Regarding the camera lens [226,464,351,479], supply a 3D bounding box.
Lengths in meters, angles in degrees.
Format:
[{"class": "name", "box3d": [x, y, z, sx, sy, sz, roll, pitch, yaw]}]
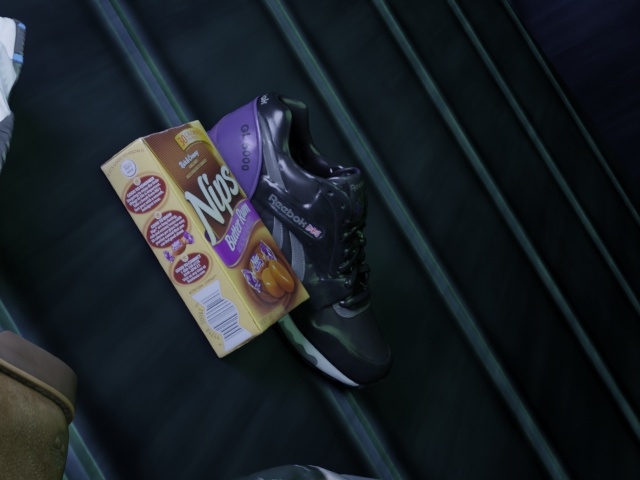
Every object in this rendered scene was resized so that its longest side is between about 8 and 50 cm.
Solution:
[{"class": "camera lens", "box3d": [-0.007, 0.279, 0.707, 0.274, 0.219, 0.219, 54, 24, -10]}]

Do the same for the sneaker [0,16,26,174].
[{"class": "sneaker", "box3d": [-0.252, -0.079, 0.869, 0.081, 0.080, 0.211, 18, 41, -25]}]

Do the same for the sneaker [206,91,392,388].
[{"class": "sneaker", "box3d": [0.000, 0.000, 1.171, 0.283, 0.124, 0.107, 56, 25, -5]}]

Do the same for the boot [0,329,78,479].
[{"class": "boot", "box3d": [-0.241, 0.081, 0.654, 0.305, 0.112, 0.115, 35, 43, -45]}]

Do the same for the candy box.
[{"class": "candy box", "box3d": [-0.094, -0.005, 1.088, 0.187, 0.053, 0.109, 57, 25, 0]}]

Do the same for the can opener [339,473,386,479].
[{"class": "can opener", "box3d": [0.143, 0.232, 1.067, 0.283, 0.095, 0.076, 13, 44, -21]}]
